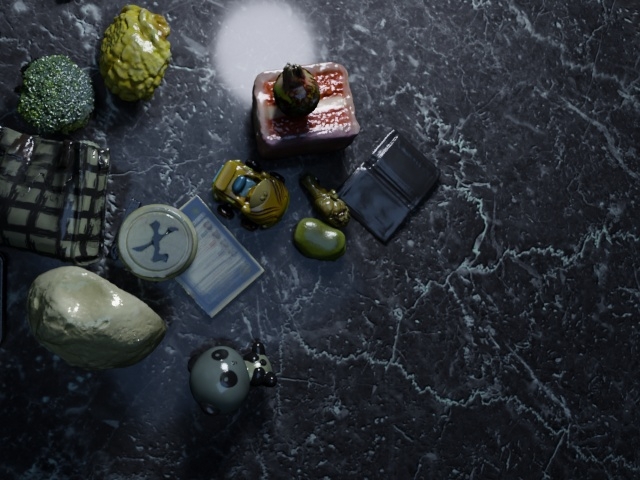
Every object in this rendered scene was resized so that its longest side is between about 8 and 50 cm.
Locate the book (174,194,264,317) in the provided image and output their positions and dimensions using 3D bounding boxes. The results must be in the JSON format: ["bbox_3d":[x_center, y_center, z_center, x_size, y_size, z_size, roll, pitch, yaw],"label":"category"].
[{"bbox_3d":[-0.362,0.050,1.482,0.228,0.018,0.322,-41,97,-10],"label":"book"}]

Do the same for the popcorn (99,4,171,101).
[{"bbox_3d":[-0.520,-0.545,1.366,0.173,0.225,0.286,21,80,-43],"label":"popcorn"}]

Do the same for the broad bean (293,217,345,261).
[{"bbox_3d":[0.000,0.000,1.540,0.174,0.082,0.124,16,84,-1],"label":"broad bean"}]

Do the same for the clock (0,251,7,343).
[{"bbox_3d":[-1.025,0.166,1.314,0.273,0.049,0.279,-1,88,-13],"label":"clock"}]

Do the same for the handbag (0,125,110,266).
[{"bbox_3d":[-0.741,-0.121,1.281,0.325,0.162,0.327,12,93,7],"label":"handbag"}]

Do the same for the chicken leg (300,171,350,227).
[{"bbox_3d":[0.014,-0.135,1.532,0.088,0.103,0.228,-36,92,3],"label":"chicken leg"}]

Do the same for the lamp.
[{"bbox_3d":[-0.264,0.404,1.413,0.243,0.197,0.198,-9,90,-29],"label":"lamp"}]

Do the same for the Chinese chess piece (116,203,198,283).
[{"bbox_3d":[-0.478,0.010,1.404,0.237,0.092,0.238,0,89,-12],"label":"Chinese chess piece"}]

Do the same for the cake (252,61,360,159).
[{"bbox_3d":[-0.058,-0.383,1.460,0.308,0.230,0.237,-10,89,-13],"label":"cake"}]

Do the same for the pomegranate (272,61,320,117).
[{"bbox_3d":[-0.057,-0.408,1.273,0.125,0.163,0.138,-3,66,-24],"label":"pomegranate"}]

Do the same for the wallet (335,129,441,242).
[{"bbox_3d":[0.229,-0.188,1.612,0.247,0.041,0.323,41,83,-8],"label":"wallet"}]

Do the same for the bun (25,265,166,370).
[{"bbox_3d":[-0.604,0.224,1.274,0.349,0.352,0.227,19,70,26],"label":"bun"}]

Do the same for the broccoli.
[{"bbox_3d":[-0.740,-0.412,1.337,0.198,0.226,0.176,16,119,-50],"label":"broccoli"}]

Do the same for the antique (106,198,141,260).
[{"bbox_3d":[-0.591,-0.033,1.435,0.031,0.015,0.192,22,83,-11],"label":"antique"}]

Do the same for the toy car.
[{"bbox_3d":[-0.210,-0.146,1.460,0.248,0.142,0.200,27,83,-8],"label":"toy car"}]

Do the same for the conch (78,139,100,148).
[{"bbox_3d":[-0.686,-0.215,1.376,0.153,0.102,0.135,-18,77,17],"label":"conch"}]
